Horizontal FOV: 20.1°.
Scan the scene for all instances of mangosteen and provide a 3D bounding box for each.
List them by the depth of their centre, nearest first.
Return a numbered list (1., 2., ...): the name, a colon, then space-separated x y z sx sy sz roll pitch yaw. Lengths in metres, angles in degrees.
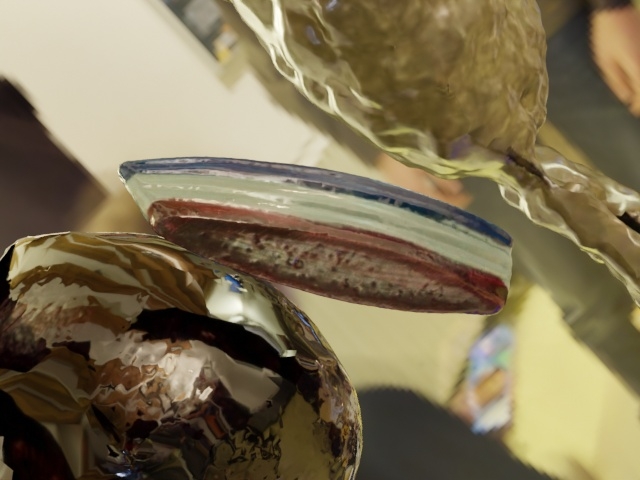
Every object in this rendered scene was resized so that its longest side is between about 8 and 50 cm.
1. mangosteen: -0.111 0.137 1.081 0.287 0.287 0.233 -35 -17 27

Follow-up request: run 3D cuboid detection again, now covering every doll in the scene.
1. doll: 0.010 -0.055 0.369 0.091 0.286 0.203 -41 38 21

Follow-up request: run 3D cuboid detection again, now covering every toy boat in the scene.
1. toy boat: 0.000 0.000 0.971 0.080 0.229 0.046 -59 29 32
